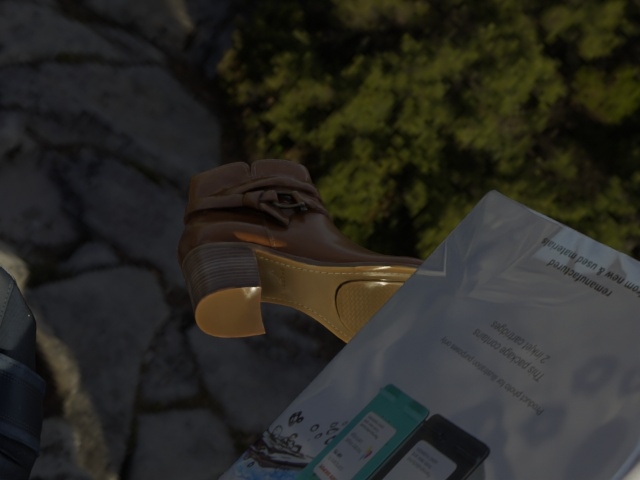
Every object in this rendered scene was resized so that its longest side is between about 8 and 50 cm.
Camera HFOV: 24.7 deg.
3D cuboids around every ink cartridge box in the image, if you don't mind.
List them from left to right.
[{"bbox_3d":[0.078,0.159,0.598,0.198,0.270,0.197,45,-5,-28],"label":"ink cartridge box"}]

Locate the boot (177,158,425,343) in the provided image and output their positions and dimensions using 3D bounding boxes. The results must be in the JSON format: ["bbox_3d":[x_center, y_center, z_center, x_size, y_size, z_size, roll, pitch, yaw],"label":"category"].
[{"bbox_3d":[0.000,0.000,1.013,0.197,0.073,0.152,4,36,-11],"label":"boot"}]

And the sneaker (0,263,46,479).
[{"bbox_3d":[-0.195,0.069,0.559,0.226,0.086,0.163,30,57,-52],"label":"sneaker"}]
